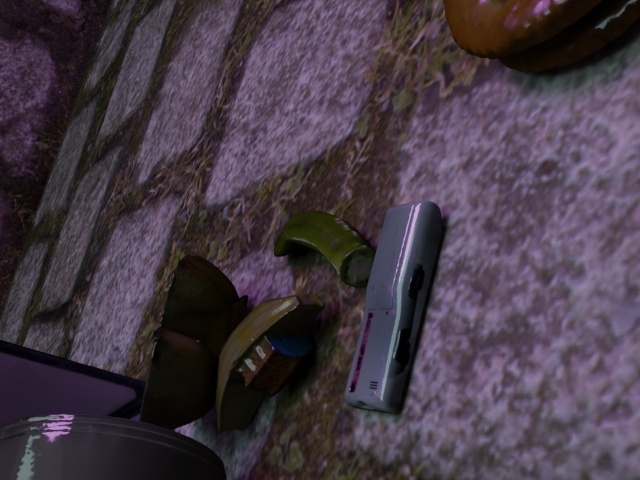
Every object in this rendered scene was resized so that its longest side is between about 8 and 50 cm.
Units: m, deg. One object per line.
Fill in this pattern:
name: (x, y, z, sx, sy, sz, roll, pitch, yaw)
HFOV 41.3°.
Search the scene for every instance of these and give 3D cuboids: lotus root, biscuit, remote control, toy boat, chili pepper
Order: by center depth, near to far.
biscuit: (0.179, -0.226, 0.612, 0.220, 0.066, 0.220, -41, 37, 41)
remote control: (0.053, 0.050, 0.671, 0.065, 0.029, 0.166, -9, 62, 59)
toy boat: (-0.051, 0.112, 0.786, 0.172, 0.065, 0.066, -56, 49, 29)
chili pepper: (0.000, 0.000, 0.796, 0.052, 0.050, 0.201, -33, 20, -15)
lotus root: (-0.121, 0.109, 0.870, 0.203, 0.077, 0.183, -66, -12, -83)

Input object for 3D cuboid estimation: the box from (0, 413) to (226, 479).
box: (-0.200, 0.267, 0.753, 0.226, 0.226, 0.149, -38, 38, 44)

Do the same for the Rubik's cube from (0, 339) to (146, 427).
Rubik's cube: (-0.376, 0.305, 0.955, 0.305, 0.307, 0.310, -31, 45, 46)
